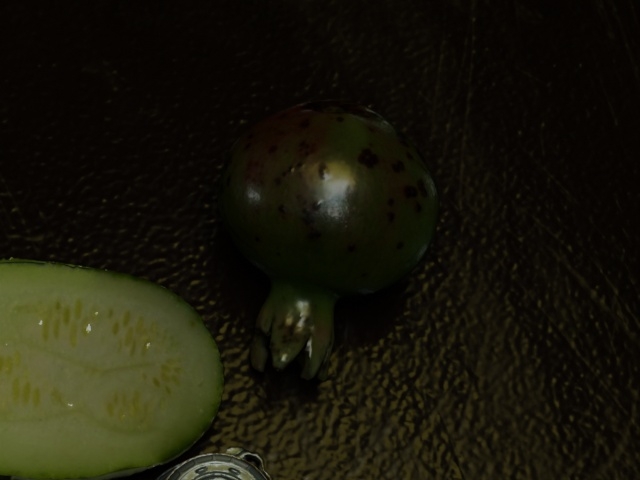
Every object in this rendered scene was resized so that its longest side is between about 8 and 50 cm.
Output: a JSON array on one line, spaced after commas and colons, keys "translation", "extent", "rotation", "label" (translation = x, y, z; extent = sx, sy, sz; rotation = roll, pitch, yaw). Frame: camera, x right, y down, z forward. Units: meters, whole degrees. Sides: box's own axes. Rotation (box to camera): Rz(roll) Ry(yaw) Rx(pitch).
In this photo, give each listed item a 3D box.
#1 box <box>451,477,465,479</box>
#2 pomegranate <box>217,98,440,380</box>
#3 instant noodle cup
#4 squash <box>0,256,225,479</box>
[{"translation": [0.191, 0.351, 1.899], "extent": [0.201, 0.144, 0.090], "rotation": [34, 71, 8], "label": "box"}, {"translation": [0.017, -0.003, 2.002], "extent": [0.242, 0.242, 0.306], "rotation": [-10, 88, -10], "label": "pomegranate"}, {"translation": [-0.110, 0.298, 1.897], "extent": [0.177, 0.125, 0.208], "rotation": [10, 66, -2], "label": "instant noodle cup"}, {"translation": [-0.258, 0.144, 1.905], "extent": [0.309, 0.210, 0.234], "rotation": [1, 78, -1], "label": "squash"}]
